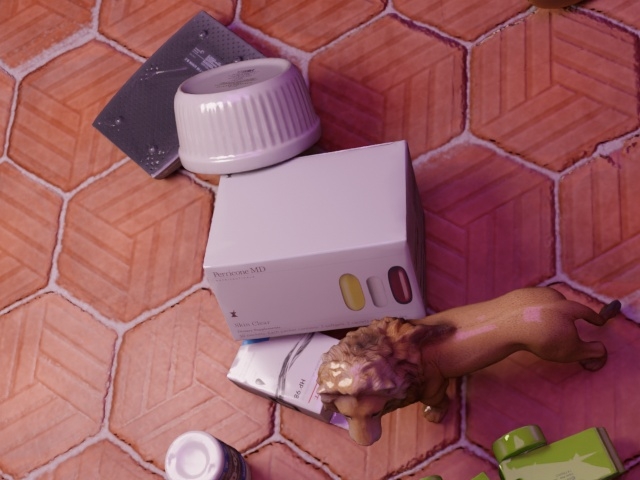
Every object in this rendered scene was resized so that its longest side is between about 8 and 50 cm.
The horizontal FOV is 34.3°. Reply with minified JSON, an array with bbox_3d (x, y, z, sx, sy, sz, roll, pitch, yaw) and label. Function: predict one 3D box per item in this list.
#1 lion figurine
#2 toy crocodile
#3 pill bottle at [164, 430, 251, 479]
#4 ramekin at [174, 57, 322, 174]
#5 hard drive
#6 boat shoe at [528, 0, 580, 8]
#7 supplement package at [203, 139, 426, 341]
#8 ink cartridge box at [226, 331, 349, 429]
[{"bbox_3d":[0.188,0.125,1.257,0.392,0.240,0.142,-26,64,2],"label":"lion figurine"},{"bbox_3d":[0.203,0.321,1.258,0.340,0.105,0.115,-26,64,-2],"label":"toy crocodile"},{"bbox_3d":[-0.140,0.295,1.329,0.078,0.137,0.078,-5,67,13],"label":"pill bottle"},{"bbox_3d":[-0.109,-0.181,1.458,0.207,0.109,0.207,-11,23,5],"label":"ramekin"},{"bbox_3d":[-0.213,-0.221,1.607,0.172,0.054,0.255,39,82,25],"label":"hard drive"},{"bbox_3d":[0.391,-0.403,1.522,0.206,0.073,0.073,-22,27,1],"label":"boat shoe"},{"bbox_3d":[0.000,0.000,1.372,0.261,0.145,0.204,-8,41,12],"label":"supplement package"},{"bbox_3d":[-0.021,0.174,1.390,0.180,0.060,0.104,18,73,21],"label":"ink cartridge box"}]
